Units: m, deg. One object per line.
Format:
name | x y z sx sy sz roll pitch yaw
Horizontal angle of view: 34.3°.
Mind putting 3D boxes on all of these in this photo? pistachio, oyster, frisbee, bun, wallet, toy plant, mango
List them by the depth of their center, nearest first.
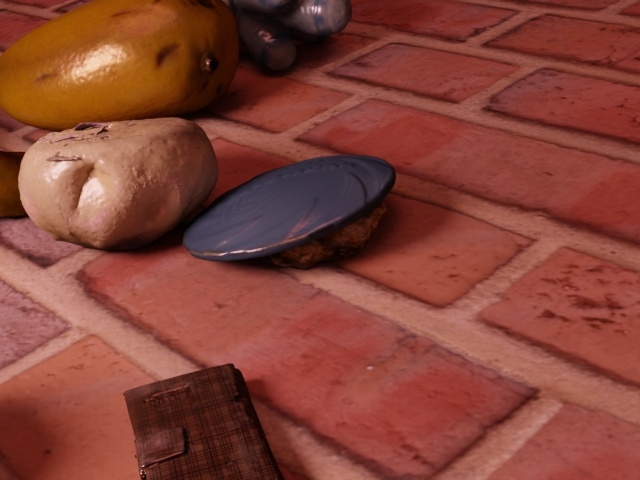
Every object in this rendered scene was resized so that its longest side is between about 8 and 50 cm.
wallet | -0.109 0.194 0.963 0.124 0.042 0.230 -13 30 -12
oyster | 0.000 0.000 1.284 0.146 0.045 0.121 7 48 30
frisbee | -0.046 -0.059 1.327 0.290 0.049 0.289 -17 20 6
bun | -0.268 -0.080 1.383 0.273 0.168 0.273 -7 17 2
pistachio | -0.468 -0.084 1.508 0.100 0.189 0.110 -42 61 20
mango | -0.354 -0.303 1.749 0.445 0.220 0.301 -5 32 16
toy plant | -0.097 -0.430 1.911 0.332 0.247 0.247 14 37 25
